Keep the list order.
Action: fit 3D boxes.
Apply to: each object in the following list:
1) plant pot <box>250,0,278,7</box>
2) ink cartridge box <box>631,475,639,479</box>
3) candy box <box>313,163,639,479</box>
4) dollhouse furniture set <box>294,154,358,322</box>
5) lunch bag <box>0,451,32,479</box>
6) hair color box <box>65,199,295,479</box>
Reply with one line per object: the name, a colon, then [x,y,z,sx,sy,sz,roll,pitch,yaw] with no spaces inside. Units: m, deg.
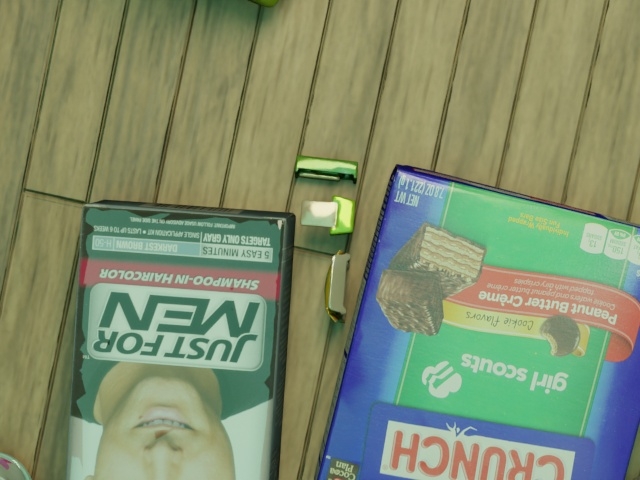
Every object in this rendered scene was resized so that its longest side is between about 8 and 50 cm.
plant pot: [-0.113,-0.358,1.538,0.228,0.207,0.227,29,96,18]
ink cartridge box: [0.332,0.230,1.628,0.122,0.088,0.052,-30,91,5]
candy box: [0.155,0.116,1.617,0.268,0.122,0.317,14,95,2]
dollhouse furniture set: [0.000,0.000,1.645,0.059,0.076,0.151,5,83,1]
lunch bag: [-0.394,0.301,1.670,0.279,0.108,0.224,-2,90,3]
hair color box: [-0.130,0.156,1.642,0.185,0.113,0.374,4,94,3]
